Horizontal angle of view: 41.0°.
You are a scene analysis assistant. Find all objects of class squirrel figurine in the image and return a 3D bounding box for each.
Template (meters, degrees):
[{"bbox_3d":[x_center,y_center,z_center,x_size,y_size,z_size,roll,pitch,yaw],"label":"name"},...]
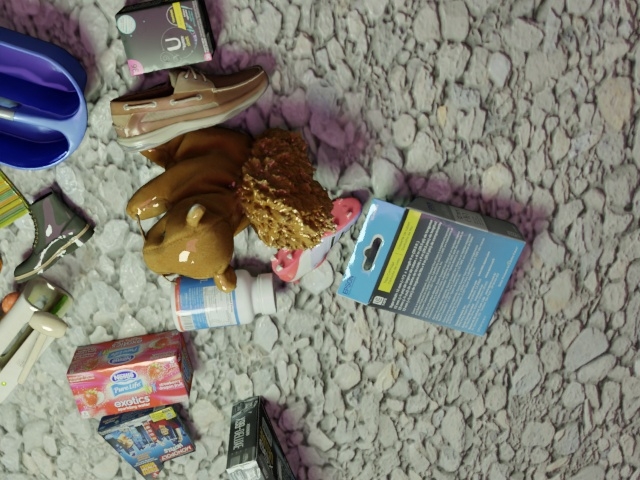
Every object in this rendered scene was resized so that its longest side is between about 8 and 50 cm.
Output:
[{"bbox_3d":[-0.177,-0.072,1.659,0.397,0.370,0.280,-12,115,3],"label":"squirrel figurine"}]

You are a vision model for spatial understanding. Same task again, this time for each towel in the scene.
[{"bbox_3d":[-0.723,-0.130,1.801,0.102,0.021,0.237,-31,113,11],"label":"towel"}]

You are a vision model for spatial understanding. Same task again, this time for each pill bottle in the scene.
[{"bbox_3d":[-0.211,0.129,1.891,0.222,0.124,0.124,-7,116,0],"label":"pill bottle"}]

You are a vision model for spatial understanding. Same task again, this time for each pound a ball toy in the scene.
[{"bbox_3d":[-0.670,0.216,1.865,0.136,0.208,0.319,36,110,-18],"label":"pound a ball toy"}]

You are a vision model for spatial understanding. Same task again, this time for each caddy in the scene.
[{"bbox_3d":[-0.614,-0.275,1.650,0.342,0.179,0.241,17,113,-10],"label":"caddy"}]

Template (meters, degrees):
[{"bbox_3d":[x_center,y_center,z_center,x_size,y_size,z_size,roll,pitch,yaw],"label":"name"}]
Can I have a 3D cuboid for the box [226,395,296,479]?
[{"bbox_3d":[-0.132,0.565,2.037,0.077,0.242,0.307,-17,114,6],"label":"box"}]

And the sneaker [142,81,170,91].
[{"bbox_3d":[-0.352,-0.271,1.733,0.144,0.053,0.059,-19,117,8],"label":"sneaker"}]

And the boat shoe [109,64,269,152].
[{"bbox_3d":[-0.254,-0.280,1.665,0.325,0.123,0.116,-25,117,-14],"label":"boat shoe"}]

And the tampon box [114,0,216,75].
[{"bbox_3d":[-0.295,-0.399,1.647,0.161,0.101,0.120,-11,115,3],"label":"tampon box"}]

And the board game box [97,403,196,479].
[{"bbox_3d":[-0.409,0.491,2.089,0.194,0.060,0.194,-19,116,6],"label":"board game box"}]

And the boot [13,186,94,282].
[{"bbox_3d":[-0.605,-0.013,1.836,0.198,0.077,0.137,-37,112,-1],"label":"boot"}]

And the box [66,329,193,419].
[{"bbox_3d":[-0.432,0.305,1.964,0.257,0.122,0.128,-10,115,2],"label":"box"}]

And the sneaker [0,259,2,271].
[{"bbox_3d":[-0.802,0.128,1.890,0.121,0.099,0.262,26,104,-6],"label":"sneaker"}]

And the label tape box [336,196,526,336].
[{"bbox_3d":[0.235,0.043,1.878,0.348,0.115,0.249,16,113,-7],"label":"label tape box"}]

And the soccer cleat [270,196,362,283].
[{"bbox_3d":[0.000,0.000,1.874,0.248,0.083,0.095,-41,140,10],"label":"soccer cleat"}]
